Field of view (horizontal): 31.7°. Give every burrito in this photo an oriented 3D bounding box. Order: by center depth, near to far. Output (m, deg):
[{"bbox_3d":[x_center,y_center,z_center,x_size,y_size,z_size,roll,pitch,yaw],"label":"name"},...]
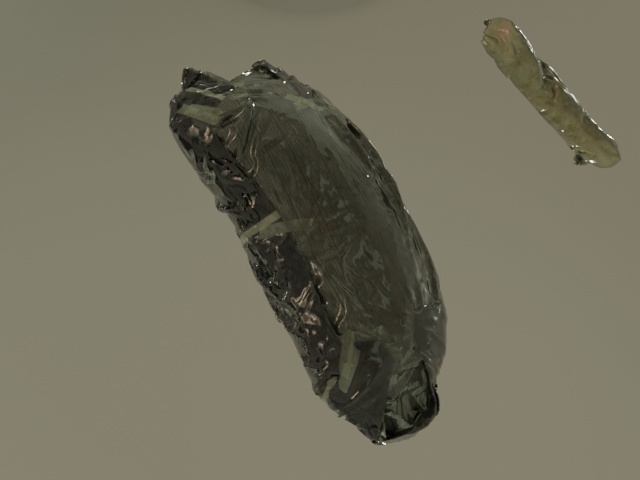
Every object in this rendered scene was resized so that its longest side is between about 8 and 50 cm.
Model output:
[{"bbox_3d":[0.219,-0.139,1.071,0.185,0.041,0.045,44,-127,-18],"label":"burrito"}]

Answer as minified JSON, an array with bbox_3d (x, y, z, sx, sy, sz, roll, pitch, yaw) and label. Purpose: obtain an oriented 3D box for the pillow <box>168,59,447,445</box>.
[{"bbox_3d":[0.000,0.000,0.885,0.161,0.092,0.335,-19,-104,-40],"label":"pillow"}]
